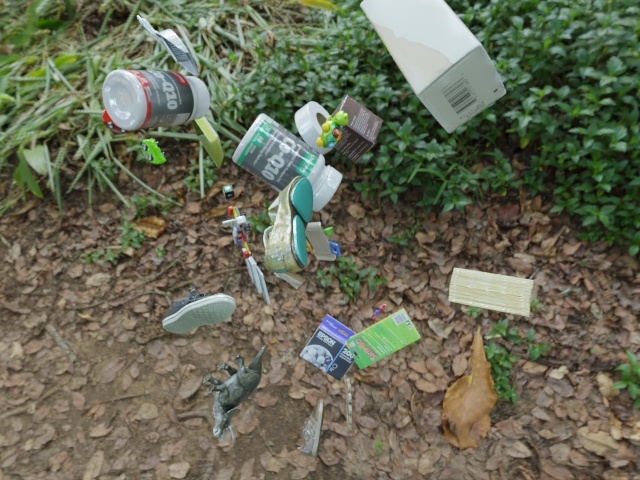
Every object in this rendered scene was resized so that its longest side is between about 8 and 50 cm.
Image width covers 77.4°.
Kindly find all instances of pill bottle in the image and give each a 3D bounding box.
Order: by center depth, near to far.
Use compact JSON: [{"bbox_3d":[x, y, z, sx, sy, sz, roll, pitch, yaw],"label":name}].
[{"bbox_3d":[-0.482,-0.428,1.209,0.162,0.161,0.283,19,28,21],"label":"pill bottle"},{"bbox_3d":[-0.115,-0.271,1.446,0.361,0.204,0.204,33,64,-14],"label":"pill bottle"}]

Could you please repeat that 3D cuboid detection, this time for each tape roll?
[{"bbox_3d":[-0.013,-0.628,2.237,0.100,0.286,0.285,-28,51,31],"label":"tape roll"}]

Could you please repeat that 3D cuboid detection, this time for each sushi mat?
[{"bbox_3d":[0.700,0.210,1.658,0.317,0.019,0.151,9,79,29],"label":"sushi mat"}]

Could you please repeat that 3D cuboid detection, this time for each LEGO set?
[{"bbox_3d":[-0.177,0.008,0.875,0.060,0.244,0.182,-17,23,-16],"label":"LEGO set"}]

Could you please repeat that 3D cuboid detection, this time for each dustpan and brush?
[{"bbox_3d":[-0.456,-0.588,1.181,0.060,0.147,0.211,-37,93,-7],"label":"dustpan and brush"}]

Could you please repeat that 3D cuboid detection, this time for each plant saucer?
[{"bbox_3d":[-0.439,-0.405,1.564,0.045,0.188,0.188,-32,75,-14],"label":"plant saucer"}]

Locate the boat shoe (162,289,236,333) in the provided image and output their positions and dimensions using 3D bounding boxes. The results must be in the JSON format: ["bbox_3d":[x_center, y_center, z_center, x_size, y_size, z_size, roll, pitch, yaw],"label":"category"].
[{"bbox_3d":[-0.595,0.328,1.953,0.501,0.187,0.155,-24,44,36],"label":"boat shoe"}]

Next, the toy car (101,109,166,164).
[{"bbox_3d":[-0.642,-0.370,1.449,0.239,0.053,0.224,-32,95,-49],"label":"toy car"}]

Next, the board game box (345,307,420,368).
[{"bbox_3d":[0.234,0.375,1.521,0.260,0.039,0.124,-30,85,4],"label":"board game box"}]

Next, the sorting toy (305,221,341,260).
[{"bbox_3d":[0.000,0.000,1.928,0.047,0.195,0.348,-30,14,-26],"label":"sorting toy"}]

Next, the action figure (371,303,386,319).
[{"bbox_3d":[0.251,0.296,1.686,0.030,0.115,0.038,42,53,14],"label":"action figure"}]

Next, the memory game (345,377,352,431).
[{"bbox_3d":[0.104,0.600,1.468,0.012,0.186,0.186,0,58,0],"label":"memory game"}]

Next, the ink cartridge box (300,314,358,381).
[{"bbox_3d":[0.055,0.455,1.692,0.206,0.045,0.208,33,94,1],"label":"ink cartridge box"}]

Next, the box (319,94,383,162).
[{"bbox_3d":[0.137,-0.492,1.780,0.203,0.167,0.168,31,58,-13],"label":"box"}]

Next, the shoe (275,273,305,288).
[{"bbox_3d":[-0.151,0.151,1.719,0.058,0.219,0.076,-51,43,3],"label":"shoe"}]

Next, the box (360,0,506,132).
[{"bbox_3d":[0.204,-0.373,0.762,0.121,0.148,0.310,-36,52,26],"label":"box"}]

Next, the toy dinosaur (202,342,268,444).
[{"bbox_3d":[-0.271,0.467,1.298,0.121,0.160,0.313,-4,40,54],"label":"toy dinosaur"}]

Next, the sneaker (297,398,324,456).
[{"bbox_3d":[-0.031,0.627,1.356,0.071,0.066,0.188,4,44,9],"label":"sneaker"}]

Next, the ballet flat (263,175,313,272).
[{"bbox_3d":[-0.089,-0.050,1.055,0.124,0.123,0.348,-6,43,8],"label":"ballet flat"}]

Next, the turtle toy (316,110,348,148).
[{"bbox_3d":[0.038,-0.336,1.218,0.066,0.130,0.095,24,34,-2],"label":"turtle toy"}]
